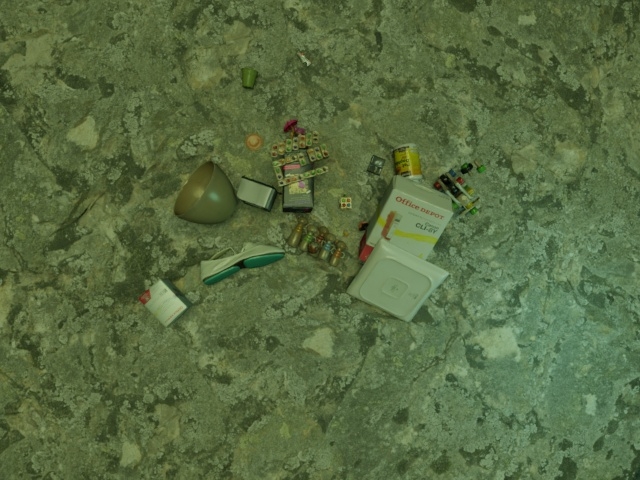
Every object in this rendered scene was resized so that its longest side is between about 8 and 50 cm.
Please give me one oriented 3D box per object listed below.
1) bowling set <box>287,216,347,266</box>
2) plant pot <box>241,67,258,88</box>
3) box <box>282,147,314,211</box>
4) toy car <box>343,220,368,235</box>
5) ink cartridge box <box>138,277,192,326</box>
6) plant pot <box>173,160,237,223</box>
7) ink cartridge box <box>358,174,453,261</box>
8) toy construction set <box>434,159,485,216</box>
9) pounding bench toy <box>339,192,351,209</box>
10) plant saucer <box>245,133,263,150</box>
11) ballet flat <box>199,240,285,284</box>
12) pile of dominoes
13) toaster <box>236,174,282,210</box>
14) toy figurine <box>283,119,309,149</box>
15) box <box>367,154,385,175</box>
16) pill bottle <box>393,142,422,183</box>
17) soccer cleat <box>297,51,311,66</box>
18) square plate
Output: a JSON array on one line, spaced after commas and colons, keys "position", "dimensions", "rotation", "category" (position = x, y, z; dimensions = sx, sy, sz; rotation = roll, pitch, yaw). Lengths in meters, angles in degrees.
[{"position": [0.000, 0.000, 1.864], "dimensions": [0.286, 0.200, 0.154], "rotation": [25, 83, -7], "category": "bowling set"}, {"position": [-0.340, -0.765, 1.945], "dimensions": [0.083, 0.083, 0.079], "rotation": [8, 99, -4], "category": "plant pot"}, {"position": [-0.103, -0.271, 1.882], "dimensions": [0.143, 0.165, 0.271], "rotation": [1, 86, -5], "category": "box"}, {"position": [0.166, -0.066, 1.949], "dimensions": [0.121, 0.060, 0.041], "rotation": [-14, 56, -12], "category": "toy car"}, {"position": [-0.682, 0.273, 1.818], "dimensions": [0.128, 0.127, 0.176], "rotation": [-43, 90, -6], "category": "ink cartridge box"}, {"position": [-0.486, -0.181, 1.818], "dimensions": [0.191, 0.284, 0.284], "rotation": [37, 83, -36], "category": "plant pot"}, {"position": [0.368, -0.054, 1.814], "dimensions": [0.279, 0.160, 0.385], "rotation": [21, 122, -2], "category": "ink cartridge box"}, {"position": [0.628, -0.174, 1.905], "dimensions": [0.309, 0.257, 0.237], "rotation": [-43, 100, -7], "category": "toy construction set"}, {"position": [0.118, -0.191, 1.945], "dimensions": [0.052, 0.065, 0.084], "rotation": [-2, 86, -5], "category": "pounding bench toy"}, {"position": [-0.317, -0.469, 1.954], "dimensions": [0.083, 0.013, 0.084], "rotation": [0, 86, -4], "category": "plant saucer"}, {"position": [-0.365, 0.076, 1.868], "dimensions": [0.399, 0.139, 0.139], "rotation": [-20, 88, -5], "category": "ballet flat"}, {"position": [-0.091, -0.364, 1.787], "dimensions": [0.251, 0.040, 0.196], "rotation": [-19, 86, -8], "category": "pile of dominoes"}, {"position": [-0.281, -0.208, 1.865], "dimensions": [0.185, 0.168, 0.110], "rotation": [19, 88, -2], "category": "toaster"}, {"position": [-0.113, -0.489, 1.934], "dimensions": [0.173, 0.130, 0.160], "rotation": [7, 76, -26], "category": "toy figurine"}, {"position": [0.271, -0.365, 1.993], "dimensions": [0.067, 0.018, 0.083], "rotation": [22, 85, -3], "category": "box"}, {"position": [0.418, -0.346, 1.954], "dimensions": [0.117, 0.117, 0.215], "rotation": [-9, 87, -5], "category": "pill bottle"}, {"position": [-0.084, -0.880, 1.992], "dimensions": [0.083, 0.029, 0.036], "rotation": [37, 80, -6], "category": "soccer cleat"}, {"position": [0.337, 0.200, 1.848], "dimensions": [0.343, 0.049, 0.347], "rotation": [27, 122, -4], "category": "square plate"}]
